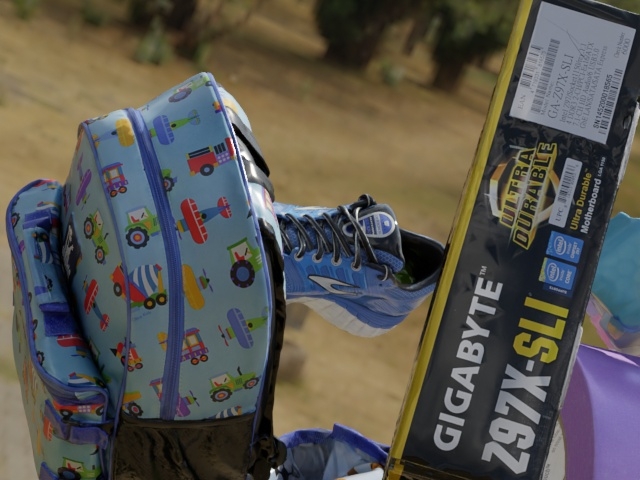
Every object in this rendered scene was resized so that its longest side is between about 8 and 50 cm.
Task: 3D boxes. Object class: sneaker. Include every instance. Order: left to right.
[{"bbox_3d":[0.000,0.000,1.873,0.330,0.147,0.130,13,55,-42],"label":"sneaker"}]

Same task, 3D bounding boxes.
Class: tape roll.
[{"bbox_3d":[0.191,0.219,1.515,0.090,0.275,0.275,14,8,-18],"label":"tape roll"}]

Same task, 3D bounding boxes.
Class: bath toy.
[{"bbox_3d":[0.314,0.071,1.635,0.151,0.129,0.348,53,2,21],"label":"bath toy"}]

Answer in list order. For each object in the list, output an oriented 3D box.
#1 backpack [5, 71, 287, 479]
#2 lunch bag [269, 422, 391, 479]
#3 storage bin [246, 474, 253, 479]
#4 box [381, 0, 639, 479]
[{"bbox_3d":[-0.077,0.017,0.842,0.117,0.173,0.158,-7,54,-14],"label":"backpack"},{"bbox_3d":[0.015,0.386,1.843,0.239,0.328,0.385,-5,12,-2],"label":"lunch bag"},{"bbox_3d":[-0.106,0.222,1.506,0.135,0.091,0.098,12,-11,-19],"label":"storage bin"},{"bbox_3d":[0.096,0.044,1.042,0.079,0.257,0.322,14,-17,3],"label":"box"}]
